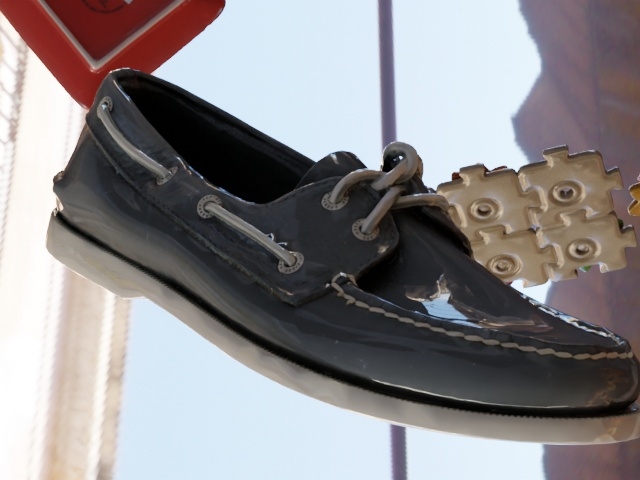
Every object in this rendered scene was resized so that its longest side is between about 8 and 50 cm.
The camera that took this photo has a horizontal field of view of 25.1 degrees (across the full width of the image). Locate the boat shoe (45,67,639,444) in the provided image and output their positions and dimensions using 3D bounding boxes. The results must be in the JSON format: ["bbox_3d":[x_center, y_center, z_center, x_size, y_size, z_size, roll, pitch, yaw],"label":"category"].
[{"bbox_3d":[0.000,0.000,0.619,0.319,0.116,0.099,21,-78,39],"label":"boat shoe"}]

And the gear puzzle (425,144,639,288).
[{"bbox_3d":[0.212,-0.029,1.389,0.339,0.175,0.044,-12,-137,14],"label":"gear puzzle"}]

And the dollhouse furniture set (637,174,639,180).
[{"bbox_3d":[0.337,-0.097,1.098,0.129,0.184,0.129,28,-59,3],"label":"dollhouse furniture set"}]

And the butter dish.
[{"bbox_3d":[-0.184,-0.207,1.254,0.160,0.118,0.160,-40,-92,-6],"label":"butter dish"}]
